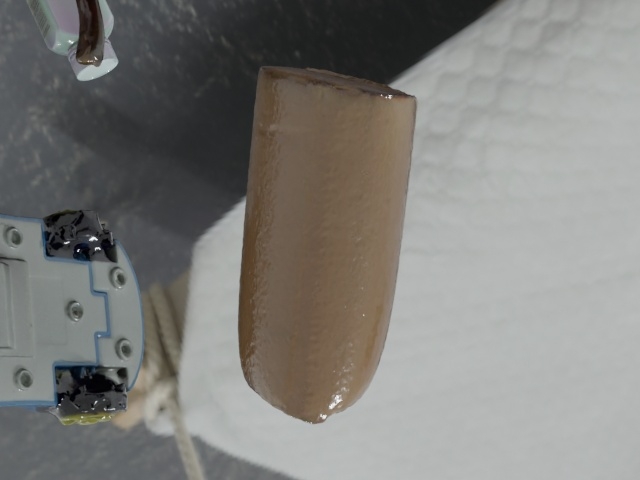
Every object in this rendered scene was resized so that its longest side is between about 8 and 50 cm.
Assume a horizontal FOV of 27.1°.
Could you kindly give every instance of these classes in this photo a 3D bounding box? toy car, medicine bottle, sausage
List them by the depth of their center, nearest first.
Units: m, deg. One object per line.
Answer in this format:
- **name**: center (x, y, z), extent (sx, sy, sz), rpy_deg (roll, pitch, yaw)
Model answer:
- **sausage**: center (0.000, 0.000, 1.004), extent (0.123, 0.123, 0.253), rpy_deg (1, 102, -28)
- **toy car**: center (-0.297, 0.073, 1.177), extent (0.166, 0.198, 0.314), rpy_deg (-15, 167, 36)
- **medicine bottle**: center (-0.278, -0.246, 1.516), extent (0.074, 0.118, 0.055), rpy_deg (-22, 170, -32)

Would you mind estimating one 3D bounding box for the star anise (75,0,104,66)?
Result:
- **star anise**: center (-0.143, -0.220, 0.730), extent (0.073, 0.234, 0.177), rpy_deg (-11, 122, -8)
